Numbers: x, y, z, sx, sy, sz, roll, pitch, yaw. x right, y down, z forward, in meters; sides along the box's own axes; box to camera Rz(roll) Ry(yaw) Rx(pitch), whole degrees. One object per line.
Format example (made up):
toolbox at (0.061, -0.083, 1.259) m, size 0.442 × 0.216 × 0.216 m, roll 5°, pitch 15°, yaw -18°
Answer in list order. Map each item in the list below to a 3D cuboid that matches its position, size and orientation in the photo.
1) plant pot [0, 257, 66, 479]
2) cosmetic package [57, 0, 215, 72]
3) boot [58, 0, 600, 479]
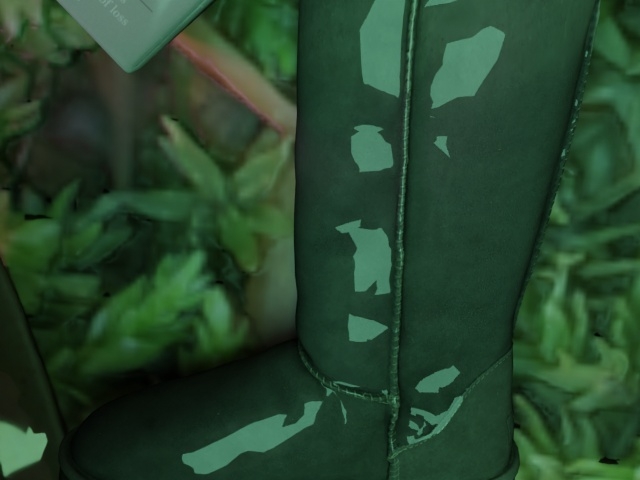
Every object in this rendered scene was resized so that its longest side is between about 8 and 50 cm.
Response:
plant pot at (-0.243, 0.127, 0.354) m, size 0.305 × 0.334 × 0.334 m, roll -17°, pitch 107°, yaw -1°
cosmetic package at (-0.010, -0.177, 0.381) m, size 0.238 × 0.107 × 0.127 m, roll -39°, pitch 101°, yaw 13°
boot at (-0.001, -0.001, 0.454) m, size 0.189 × 0.076 × 0.209 m, roll -3°, pitch 116°, yaw -9°
